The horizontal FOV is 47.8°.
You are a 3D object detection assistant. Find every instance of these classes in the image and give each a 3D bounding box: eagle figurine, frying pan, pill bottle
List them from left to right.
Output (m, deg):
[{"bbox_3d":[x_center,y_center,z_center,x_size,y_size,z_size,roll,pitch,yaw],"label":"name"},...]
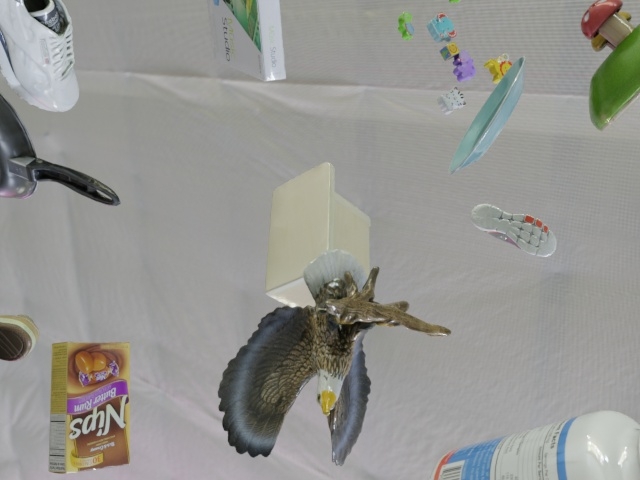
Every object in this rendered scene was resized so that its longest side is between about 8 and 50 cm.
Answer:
[{"bbox_3d":[-0.426,-0.098,1.006,0.326,0.053,0.197,43,-43,7],"label":"frying pan"},{"bbox_3d":[0.003,0.185,1.057,0.226,0.225,0.298,41,-52,13],"label":"eagle figurine"},{"bbox_3d":[0.207,0.209,0.584,0.222,0.124,0.124,-29,-95,39],"label":"pill bottle"}]

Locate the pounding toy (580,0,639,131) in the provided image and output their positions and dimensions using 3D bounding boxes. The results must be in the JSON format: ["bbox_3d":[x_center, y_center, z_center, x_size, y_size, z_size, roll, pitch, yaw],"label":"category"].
[{"bbox_3d":[0.372,-0.245,0.832,0.110,0.237,0.183,46,-10,10],"label":"pounding toy"}]

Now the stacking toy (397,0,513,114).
[{"bbox_3d":[0.238,-0.348,1.290,0.221,0.052,0.167,60,-27,-2],"label":"stacking toy"}]

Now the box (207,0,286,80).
[{"bbox_3d":[-0.175,-0.501,1.623,0.322,0.059,0.232,35,-45,54],"label":"box"}]

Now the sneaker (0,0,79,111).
[{"bbox_3d":[-0.363,-0.257,0.938,0.095,0.090,0.235,5,-34,13],"label":"sneaker"}]

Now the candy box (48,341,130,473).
[{"bbox_3d":[-0.343,0.246,1.081,0.053,0.109,0.186,-11,-103,39],"label":"candy box"}]

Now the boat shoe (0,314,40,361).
[{"bbox_3d":[-0.446,0.131,1.039,0.190,0.072,0.068,-14,-71,43],"label":"boat shoe"}]

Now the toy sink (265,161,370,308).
[{"bbox_3d":[0.000,0.000,1.351,0.153,0.131,0.234,-24,-130,33],"label":"toy sink"}]

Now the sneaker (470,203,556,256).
[{"bbox_3d":[0.342,-0.020,1.282,0.158,0.065,0.061,28,-92,9],"label":"sneaker"}]

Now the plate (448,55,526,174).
[{"bbox_3d":[0.236,-0.167,0.997,0.024,0.188,0.188,31,-51,-1],"label":"plate"}]
